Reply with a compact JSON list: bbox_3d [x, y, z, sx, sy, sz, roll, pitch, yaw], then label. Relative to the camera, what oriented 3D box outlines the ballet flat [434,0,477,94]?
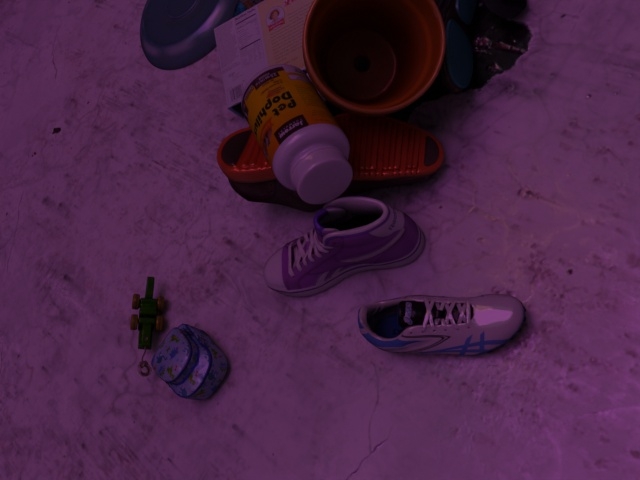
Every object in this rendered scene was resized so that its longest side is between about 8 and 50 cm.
[{"bbox_3d":[0.203,-0.340,1.156,0.096,0.095,0.281,-13,52,40],"label":"ballet flat"}]

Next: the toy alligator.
[{"bbox_3d":[-0.320,0.161,1.303,0.051,0.056,0.190,126,146,-61],"label":"toy alligator"}]

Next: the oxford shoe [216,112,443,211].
[{"bbox_3d":[0.021,-0.119,1.164,0.363,0.133,0.130,2,56,16],"label":"oxford shoe"}]

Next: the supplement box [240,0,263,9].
[{"bbox_3d":[-0.153,-0.524,1.452,0.036,0.062,0.099,-27,58,19],"label":"supplement box"}]

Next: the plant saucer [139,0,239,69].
[{"bbox_3d":[-0.298,-0.534,1.603,0.317,0.043,0.318,-14,62,29],"label":"plant saucer"}]

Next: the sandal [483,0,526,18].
[{"bbox_3d":[0.282,-0.474,1.151,0.054,0.097,0.255,-46,53,52],"label":"sandal"}]

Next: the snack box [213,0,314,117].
[{"bbox_3d":[-0.048,-0.382,1.339,0.321,0.060,0.187,-20,69,25],"label":"snack box"}]

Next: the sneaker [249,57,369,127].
[{"bbox_3d":[0.000,-0.234,1.244,0.271,0.100,0.108,-44,67,14],"label":"sneaker"}]

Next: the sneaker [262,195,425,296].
[{"bbox_3d":[0.000,-0.001,1.089,0.282,0.161,0.102,-21,61,27],"label":"sneaker"}]

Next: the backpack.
[{"bbox_3d":[-0.222,0.208,1.191,0.114,0.084,0.105,37,94,36],"label":"backpack"}]

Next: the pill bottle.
[{"bbox_3d":[-0.032,-0.155,1.044,0.117,0.117,0.215,-39,52,14],"label":"pill bottle"}]

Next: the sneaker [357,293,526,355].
[{"bbox_3d":[0.160,0.112,0.978,0.237,0.086,0.085,-10,63,29],"label":"sneaker"}]

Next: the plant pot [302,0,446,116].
[{"bbox_3d":[0.071,-0.286,1.094,0.205,0.188,0.205,0,92,-4],"label":"plant pot"}]

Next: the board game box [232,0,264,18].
[{"bbox_3d":[-0.091,-0.508,1.462,0.186,0.026,0.126,5,73,35],"label":"board game box"}]
